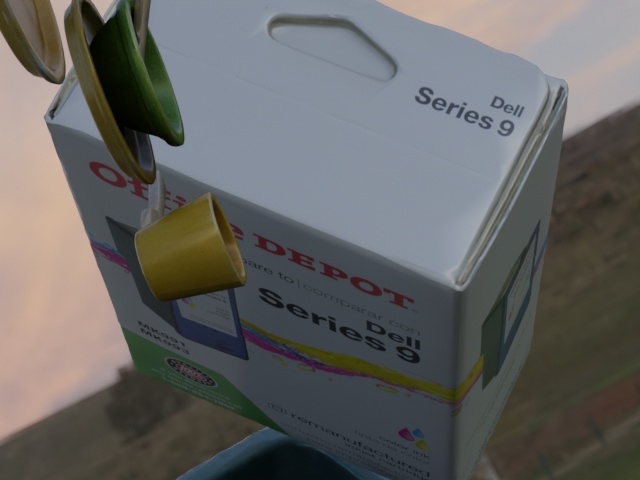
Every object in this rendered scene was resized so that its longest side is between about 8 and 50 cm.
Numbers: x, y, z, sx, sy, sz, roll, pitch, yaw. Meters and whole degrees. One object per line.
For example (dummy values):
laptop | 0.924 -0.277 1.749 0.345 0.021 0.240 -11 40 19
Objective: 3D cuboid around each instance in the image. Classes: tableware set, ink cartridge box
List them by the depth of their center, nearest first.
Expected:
tableware set | -0.051 -0.057 0.385 0.024 0.154 0.104 -19 24 4
ink cartridge box | 0.000 0.000 0.673 0.212 0.154 0.093 86 -151 -62

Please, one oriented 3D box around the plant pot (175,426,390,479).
plant pot | -0.022 0.276 0.735 0.247 0.248 0.252 -26 -45 -37
